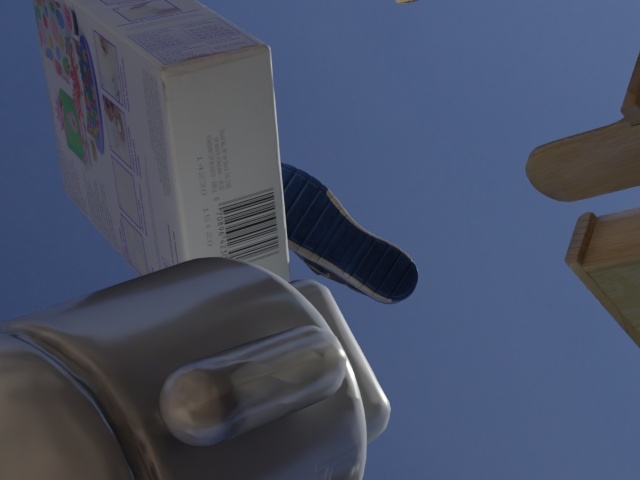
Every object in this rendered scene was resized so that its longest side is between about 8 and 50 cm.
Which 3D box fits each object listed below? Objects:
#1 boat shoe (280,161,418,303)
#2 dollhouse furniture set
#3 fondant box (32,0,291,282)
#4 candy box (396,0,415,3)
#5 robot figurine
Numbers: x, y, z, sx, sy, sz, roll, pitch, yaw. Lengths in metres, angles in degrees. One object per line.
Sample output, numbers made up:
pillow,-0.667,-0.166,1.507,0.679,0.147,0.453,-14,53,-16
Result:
boat shoe,0.000,0.000,1.188,0.183,0.066,0.066,39,-108,-4
dollhouse furniture set,0.303,-0.107,0.917,0.174,0.303,0.355,-14,-139,43
fondant box,-0.146,-0.095,1.146,0.096,0.238,0.330,-18,-148,-24
candy box,0.085,-0.285,1.001,0.109,0.053,0.186,-19,-79,-8
robot figurine,-0.112,0.127,0.766,0.300,0.353,0.199,-40,-104,41
